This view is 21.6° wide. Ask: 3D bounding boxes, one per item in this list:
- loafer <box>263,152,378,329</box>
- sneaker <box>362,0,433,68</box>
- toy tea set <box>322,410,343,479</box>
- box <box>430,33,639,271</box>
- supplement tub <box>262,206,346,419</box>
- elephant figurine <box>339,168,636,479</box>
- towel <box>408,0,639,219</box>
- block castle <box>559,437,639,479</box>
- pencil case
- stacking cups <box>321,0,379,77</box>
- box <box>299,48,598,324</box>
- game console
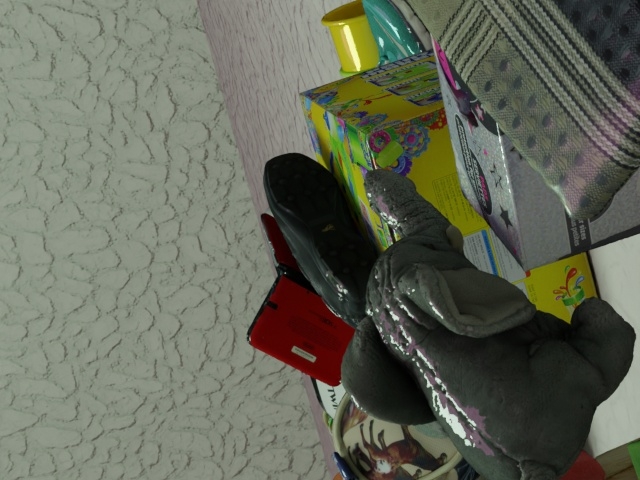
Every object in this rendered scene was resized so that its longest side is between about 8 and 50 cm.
[{"bbox_3d":[0.000,0.000,1.639,0.078,0.076,0.223,90,157,-45],"label":"loafer"},{"bbox_3d":[0.088,-0.145,1.834,0.107,0.110,0.275,-131,24,-67],"label":"sneaker"},{"bbox_3d":[0.106,0.313,2.423,0.124,0.200,0.336,-107,9,-54],"label":"toy tea set"},{"bbox_3d":[0.172,-0.129,1.193,0.142,0.163,0.247,-121,15,-60],"label":"box"},{"bbox_3d":[0.067,0.090,2.140,0.207,0.207,0.338,-150,42,-76],"label":"supplement tub"},{"bbox_3d":[0.094,0.069,1.236,0.239,0.169,0.186,34,179,2],"label":"elephant figurine"},{"bbox_3d":[0.159,-0.224,0.960,0.312,0.056,0.324,-58,46,33],"label":"towel"},{"bbox_3d":[0.284,0.272,1.212,0.453,0.212,0.303,116,134,-77],"label":"block castle"},{"bbox_3d":[0.149,0.286,1.903,0.410,0.160,0.184,54,-150,-53],"label":"pencil case"},{"bbox_3d":[0.085,-0.120,1.941,0.096,0.096,0.316,-134,27,-69],"label":"stacking cups"},{"bbox_3d":[0.125,-0.019,1.659,0.279,0.177,0.290,-137,28,-71],"label":"box"},{"bbox_3d":[-0.020,0.062,1.697,0.144,0.124,0.085,31,177,-42],"label":"game console"}]
